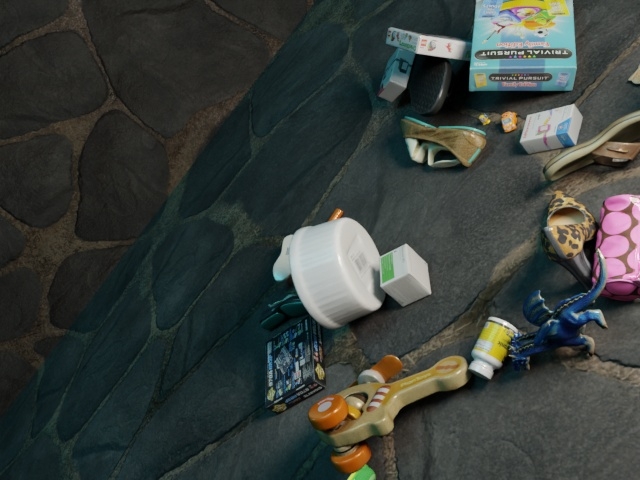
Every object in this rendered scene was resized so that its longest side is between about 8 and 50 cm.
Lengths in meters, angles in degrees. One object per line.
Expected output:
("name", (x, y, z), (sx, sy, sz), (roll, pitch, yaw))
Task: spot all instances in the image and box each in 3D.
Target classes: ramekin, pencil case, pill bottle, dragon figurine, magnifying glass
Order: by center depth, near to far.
("dragon figurine", (0.417, 0.142, 1.055), (0.144, 0.289, 0.085), (-3, 48, 2))
("pencil case", (0.568, 0.008, 1.103), (0.098, 0.095, 0.209), (115, 173, -63))
("pill bottle", (0.344, 0.218, 1.192), (0.065, 0.065, 0.116), (13, 69, 55))
("ramekin", (0.054, 0.076, 1.503), (0.135, 0.277, 0.277), (-21, 43, 27))
("magnifying glass", (0.000, 0.000, 1.865), (0.230, 0.026, 0.092), (-58, 33, -7))

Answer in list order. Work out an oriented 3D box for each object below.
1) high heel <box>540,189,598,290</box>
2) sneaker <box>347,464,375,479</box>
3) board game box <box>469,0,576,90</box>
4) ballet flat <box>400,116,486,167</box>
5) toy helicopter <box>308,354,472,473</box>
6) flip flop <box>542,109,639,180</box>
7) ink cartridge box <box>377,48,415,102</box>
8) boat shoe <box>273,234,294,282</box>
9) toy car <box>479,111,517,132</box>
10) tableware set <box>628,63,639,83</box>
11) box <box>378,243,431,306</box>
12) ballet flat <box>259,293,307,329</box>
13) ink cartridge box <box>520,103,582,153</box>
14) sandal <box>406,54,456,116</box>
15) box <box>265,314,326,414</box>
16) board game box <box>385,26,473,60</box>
("high heel", (0.476, -0.047, 1.177), (0.093, 0.186, 0.261), (-29, 39, 30))
("sneaker", (0.092, 0.581, 1.135), (0.124, 0.109, 0.295), (-5, 43, 12))
("board game box", (0.536, -0.539, 1.577), (0.254, 0.079, 0.335), (3, 55, 15))
("ballet flat", (0.323, -0.272, 1.680), (0.342, 0.116, 0.124), (29, 101, 53))
("toy helicopter", (0.150, 0.329, 1.268), (0.355, 0.140, 0.235), (-25, 11, 10))
("flip flop", (0.609, -0.187, 1.245), (0.277, 0.112, 0.080), (-29, 65, 27))
("ink cartridge box", (0.251, -0.550, 1.953), (0.109, 0.063, 0.150), (140, 149, -68))
("boat shoe", (-0.106, 0.068, 1.891), (0.066, 0.063, 0.184), (-4, 48, 11))
("toy car", (0.469, -0.317, 1.585), (0.122, 0.041, 0.060), (0, 58, 50))
("tableware set", (0.771, -0.387, 1.294), (0.141, 0.020, 0.168), (-42, 27, 10))
("box", (0.207, 0.086, 1.454), (0.087, 0.102, 0.101), (-29, 38, 28))
("ballet flat", (-0.104, 0.198, 1.755), (0.203, 0.074, 0.074), (-31, 38, 32))
("ink cartridge box", (0.553, -0.266, 1.423), (0.123, 0.052, 0.088), (-7, 53, 49))
("sandal", (0.351, -0.492, 1.834), (0.445, 0.107, 0.167), (-93, 28, -61))
("box", (-0.071, 0.332, 1.598), (0.175, 0.051, 0.220), (-35, 36, 24))
("board game box", (0.371, -0.569, 1.737), (0.193, 0.306, 0.053), (-129, 44, -57))
